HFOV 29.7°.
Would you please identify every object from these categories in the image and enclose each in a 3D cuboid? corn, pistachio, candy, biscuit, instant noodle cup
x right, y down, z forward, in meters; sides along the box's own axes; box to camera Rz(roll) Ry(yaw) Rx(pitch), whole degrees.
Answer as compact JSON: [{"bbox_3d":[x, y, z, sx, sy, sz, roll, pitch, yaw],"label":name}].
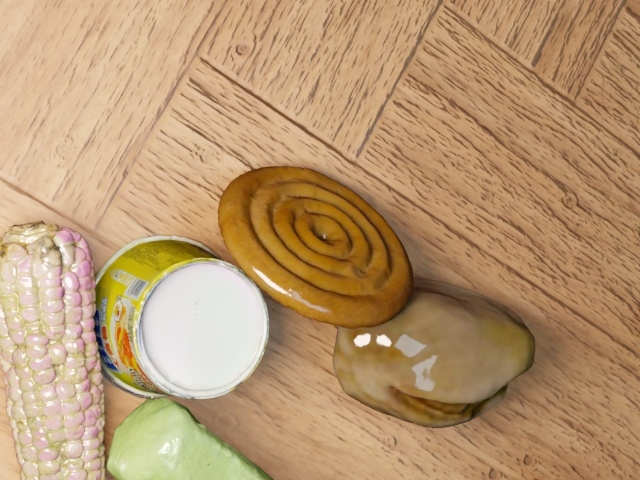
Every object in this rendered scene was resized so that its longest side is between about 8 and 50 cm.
[{"bbox_3d":[-0.299,0.142,1.357,0.127,0.127,0.335,-11,101,-24],"label":"corn"},{"bbox_3d":[0.137,0.139,1.540,0.288,0.166,0.197,7,50,-38],"label":"pistachio"},{"bbox_3d":[-0.101,0.319,1.419,0.132,0.142,0.343,-40,118,6],"label":"candy"},{"bbox_3d":[0.001,-0.001,1.436,0.262,0.262,0.037,15,128,-24],"label":"biscuit"},{"bbox_3d":[-0.161,0.092,1.398,0.205,0.153,0.204,0,91,-24],"label":"instant noodle cup"}]
